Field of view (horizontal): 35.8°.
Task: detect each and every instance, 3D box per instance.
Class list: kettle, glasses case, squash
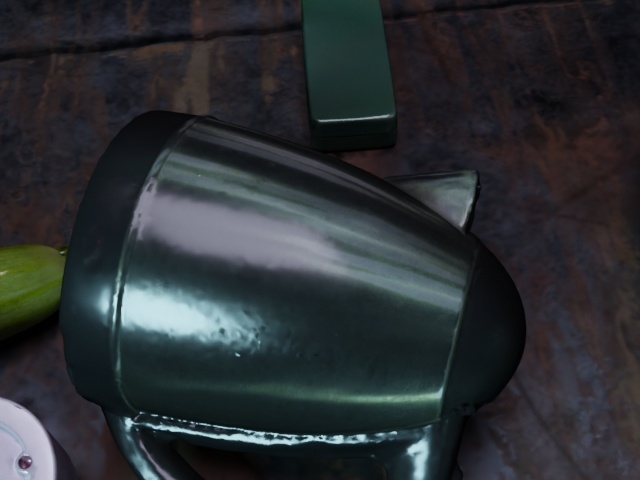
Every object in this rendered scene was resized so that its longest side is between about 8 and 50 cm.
[{"bbox_3d":[-0.007,0.054,0.635,0.271,0.207,0.250,12,52,10],"label":"kettle"},{"bbox_3d":[0.024,-0.161,0.913,0.078,0.039,0.184,-4,51,0],"label":"glasses case"},{"bbox_3d":[-0.251,0.039,0.744,0.200,0.075,0.090,-22,55,-14],"label":"squash"}]

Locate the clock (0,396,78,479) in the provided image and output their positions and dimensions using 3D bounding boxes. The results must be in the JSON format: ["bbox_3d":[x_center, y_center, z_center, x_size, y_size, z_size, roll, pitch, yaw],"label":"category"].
[{"bbox_3d":[-0.308,0.119,0.641,0.275,0.080,0.290,-13,66,-6],"label":"clock"}]
